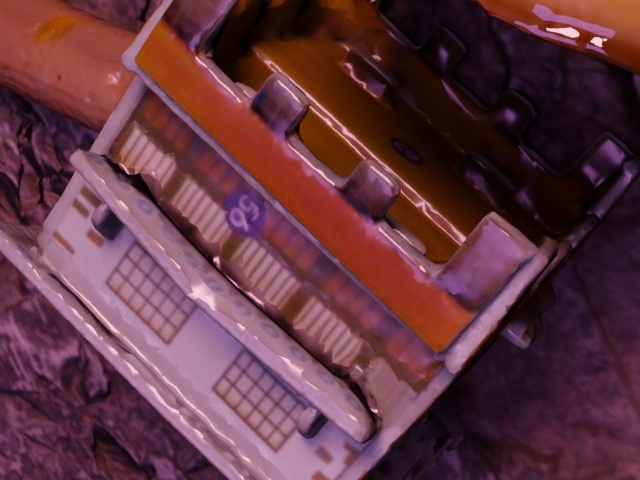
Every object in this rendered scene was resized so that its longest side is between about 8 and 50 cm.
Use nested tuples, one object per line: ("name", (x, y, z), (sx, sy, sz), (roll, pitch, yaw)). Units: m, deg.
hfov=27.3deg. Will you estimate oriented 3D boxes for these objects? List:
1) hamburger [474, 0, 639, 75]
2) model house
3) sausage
("hamburger", (0.122, -0.176, 0.451), (0.302, 0.261, 0.186), (-126, 48, -56))
("model house", (0.000, 0.000, 0.603), (0.224, 0.198, 0.215), (43, 120, 8))
("sausage", (-0.201, -0.132, 0.755), (0.301, 0.066, 0.066), (29, 120, 19))
